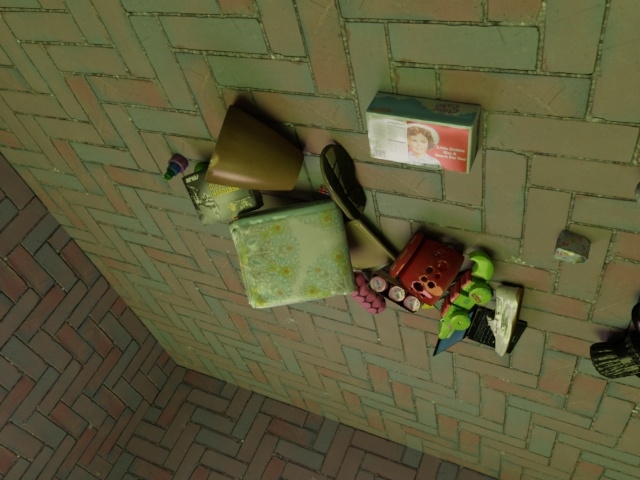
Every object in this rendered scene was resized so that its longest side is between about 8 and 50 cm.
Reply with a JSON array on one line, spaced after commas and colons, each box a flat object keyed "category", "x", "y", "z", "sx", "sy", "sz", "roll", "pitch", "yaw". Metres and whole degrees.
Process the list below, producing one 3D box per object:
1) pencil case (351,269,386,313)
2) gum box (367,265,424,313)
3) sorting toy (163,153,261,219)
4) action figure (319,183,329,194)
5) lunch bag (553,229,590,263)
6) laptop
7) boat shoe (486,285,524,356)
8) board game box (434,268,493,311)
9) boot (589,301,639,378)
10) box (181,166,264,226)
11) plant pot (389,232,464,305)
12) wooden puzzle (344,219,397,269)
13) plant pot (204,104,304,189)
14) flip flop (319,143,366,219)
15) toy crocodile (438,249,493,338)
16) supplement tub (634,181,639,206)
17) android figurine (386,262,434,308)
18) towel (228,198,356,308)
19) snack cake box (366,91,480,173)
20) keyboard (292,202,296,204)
[{"category": "pencil case", "x": 0.168, "y": 0.191, "z": 2.074, "sx": 0.095, "sy": 0.098, "sz": 0.209, "roll": -34, "pitch": 136, "yaw": 6}, {"category": "gum box", "x": 0.265, "y": 0.164, "z": 1.852, "sx": 0.188, "sy": 0.107, "sz": 0.062, "roll": 29, "pitch": 113, "yaw": 20}, {"category": "sorting toy", "x": -0.395, "y": -0.177, "z": 1.978, "sx": 0.365, "sy": 0.126, "sz": 0.127, "roll": 26, "pitch": 148, "yaw": 3}, {"category": "action figure", "x": 0.054, "y": -0.149, "z": 1.767, "sx": 0.115, "sy": 0.030, "sz": 0.038, "roll": 21, "pitch": 153, "yaw": 2}, {"category": "lunch bag", "x": 0.674, "y": 0.023, "z": 1.494, "sx": 0.083, "sy": 0.071, "sz": 0.053, "roll": 17, "pitch": 145, "yaw": 16}, {"category": "laptop", "x": 0.560, "y": 0.355, "z": 1.985, "sx": 0.264, "sy": 0.137, "sz": 0.234, "roll": 19, "pitch": 147, "yaw": 14}, {"category": "boat shoe", "x": 0.596, "y": 0.258, "z": 1.835, "sx": 0.096, "sy": 0.098, "sz": 0.277, "roll": 16, "pitch": 125, "yaw": 26}, {"category": "board game box", "x": 0.460, "y": 0.180, "z": 1.858, "sx": 0.186, "sy": 0.026, "sz": 0.126, "roll": -34, "pitch": 116, "yaw": 31}, {"category": "boot", "x": 0.914, "y": 0.302, "z": 1.647, "sx": 0.260, "sy": 0.131, "sz": 0.348, "roll": -13, "pitch": 130, "yaw": 47}, {"category": "box", "x": -0.328, "y": -0.165, "z": 1.875, "sx": 0.230, "sy": 0.056, "sz": 0.183, "roll": -15, "pitch": 105, "yaw": 22}, {"category": "plant pot", "x": 0.326, "y": 0.080, "z": 1.740, "sx": 0.174, "sy": 0.191, "sz": 0.191, "roll": 36, "pitch": 148, "yaw": 6}, {"category": "wooden puzzle", "x": 0.130, "y": 0.012, "z": 1.928, "sx": 0.221, "sy": 0.044, "sz": 0.238, "roll": 44, "pitch": 149, "yaw": -24}, {"category": "plant pot", "x": -0.185, "y": -0.248, "z": 1.659, "sx": 0.254, "sy": 0.237, "sz": 0.237, "roll": 17, "pitch": 149, "yaw": -11}, {"category": "flip flop", "x": 0.057, "y": -0.170, "z": 1.681, "sx": 0.080, "sy": 0.112, "sz": 0.277, "roll": 21, "pitch": 155, "yaw": 39}, {"category": "toy crocodile", "x": 0.450, "y": 0.179, "z": 1.768, "sx": 0.105, "sy": 0.115, "sz": 0.341, "roll": 22, "pitch": 127, "yaw": -3}, {"category": "supplement tub", "x": 0.771, "y": -0.127, "z": 1.168, "sx": 0.116, "sy": 0.117, "sz": 0.190, "roll": 28, "pitch": 147, "yaw": 0}, {"category": "android figurine", "x": 0.327, "y": 0.163, "z": 1.967, "sx": 0.272, "sy": 0.056, "sz": 0.248, "roll": -19, "pitch": 126, "yaw": 45}, {"category": "towel", "x": -0.093, "y": 0.045, "z": 1.837, "sx": 0.374, "sy": 0.090, "sz": 0.321, "roll": -10, "pitch": 103, "yaw": 7}, {"category": "snack cake box", "x": 0.254, "y": -0.269, "z": 1.390, "sx": 0.264, "sy": 0.089, "sz": 0.152, "roll": 14, "pitch": 143, "yaw": 21}, {"category": "keyboard", "x": 0.000, "y": 0.000, "z": 1.913, "sx": 0.317, "sy": 0.033, "sz": 0.201, "roll": 50, "pitch": 130, "yaw": 5}]
